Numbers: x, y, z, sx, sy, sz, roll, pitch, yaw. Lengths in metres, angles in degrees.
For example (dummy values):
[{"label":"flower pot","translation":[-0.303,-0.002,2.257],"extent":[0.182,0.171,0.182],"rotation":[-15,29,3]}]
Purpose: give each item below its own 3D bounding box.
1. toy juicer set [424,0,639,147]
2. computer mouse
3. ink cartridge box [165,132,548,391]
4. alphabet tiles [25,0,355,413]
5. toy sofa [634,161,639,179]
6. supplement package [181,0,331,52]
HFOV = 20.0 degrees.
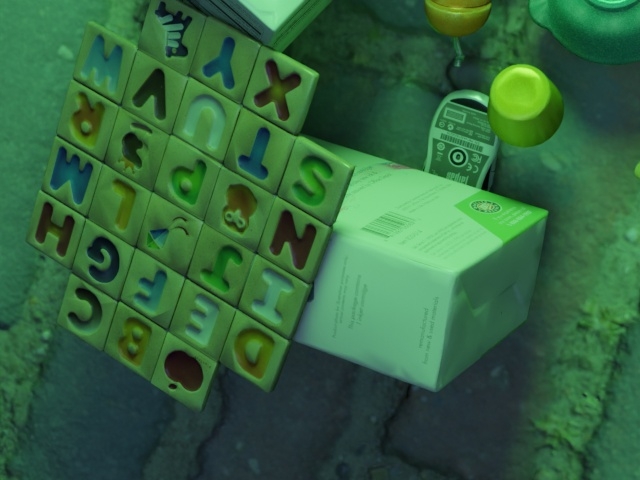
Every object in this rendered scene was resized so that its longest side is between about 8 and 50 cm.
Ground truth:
[{"label":"toy juicer set","translation":[0.242,-0.253,1.629],"extent":[0.329,0.089,0.209],"rotation":[-38,74,2]},{"label":"computer mouse","translation":[0.129,-0.053,1.716],"extent":[0.106,0.042,0.193],"rotation":[21,112,13]},{"label":"ink cartridge box","translation":[0.000,0.000,1.647],"extent":[0.353,0.207,0.119],"rotation":[19,114,25]},{"label":"alphabet tiles","translation":[-0.123,-0.029,1.579],"extent":[0.285,0.011,0.342],"rotation":[30,117,21]},{"label":"toy sofa","translation":[0.444,-0.164,1.573],"extent":[0.150,0.177,0.362],"rotation":[37,110,28]},{"label":"supplement package","translation":[-0.042,-0.308,1.583],"extent":[0.204,0.145,0.262],"rotation":[42,71,2]}]
